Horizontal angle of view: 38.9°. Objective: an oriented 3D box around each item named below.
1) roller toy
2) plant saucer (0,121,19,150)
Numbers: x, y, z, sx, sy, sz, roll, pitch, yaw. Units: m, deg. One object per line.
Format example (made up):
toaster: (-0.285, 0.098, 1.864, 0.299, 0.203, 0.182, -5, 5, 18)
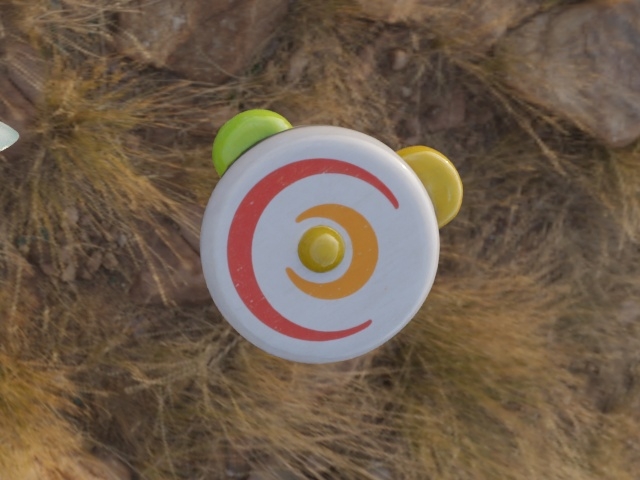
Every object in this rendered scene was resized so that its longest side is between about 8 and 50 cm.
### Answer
roller toy: (0.000, 0.000, 0.755, 0.209, 0.146, 0.191, 12, 97, -5)
plant saucer: (-0.515, -0.141, 1.237, 0.195, 0.195, 0.037, -19, 117, -29)
